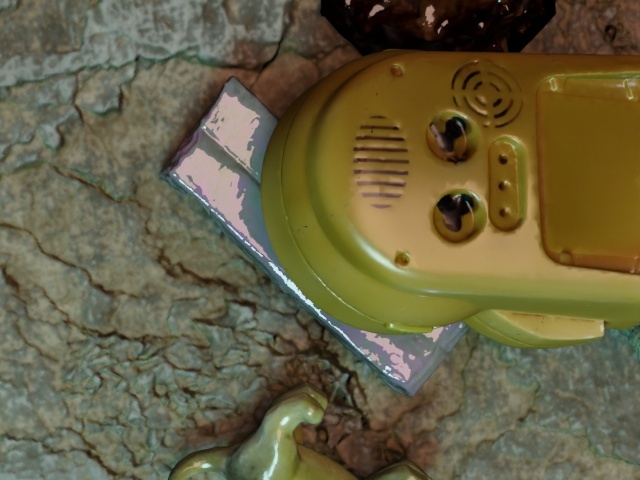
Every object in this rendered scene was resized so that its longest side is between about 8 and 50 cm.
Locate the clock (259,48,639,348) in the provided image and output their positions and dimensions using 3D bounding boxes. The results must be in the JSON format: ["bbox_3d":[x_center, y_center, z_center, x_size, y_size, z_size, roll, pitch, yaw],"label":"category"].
[{"bbox_3d":[0.118,-0.043,1.596,0.317,0.200,0.244,4,75,-20],"label":"clock"}]

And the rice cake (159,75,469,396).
[{"bbox_3d":[-0.002,0.000,1.668,0.298,0.050,0.106,42,80,-11],"label":"rice cake"}]

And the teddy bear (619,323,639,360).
[{"bbox_3d":[0.299,0.030,1.726,0.133,0.111,0.213,10,62,-37],"label":"teddy bear"}]

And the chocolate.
[{"bbox_3d":[0.111,-0.241,1.632,0.206,0.177,0.224,-45,98,-10],"label":"chocolate"}]

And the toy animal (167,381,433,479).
[{"bbox_3d":[0.008,0.230,1.642,0.169,0.121,0.233,-40,96,0],"label":"toy animal"}]
